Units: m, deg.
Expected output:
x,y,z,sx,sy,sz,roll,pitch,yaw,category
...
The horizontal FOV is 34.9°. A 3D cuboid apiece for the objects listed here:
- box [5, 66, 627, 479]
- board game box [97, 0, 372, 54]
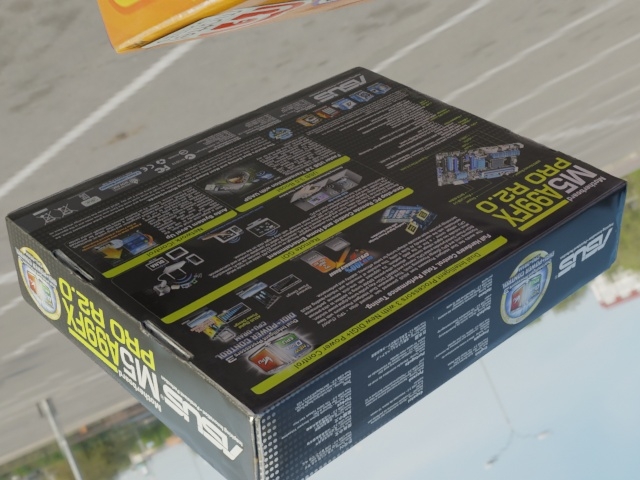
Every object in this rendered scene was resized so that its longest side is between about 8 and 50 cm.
x,y,z,sx,sy,sz,roll,pitch,yaw,category
0.000,0.000,0.564,0.270,0.216,0.060,-29,133,-34,box
0.106,-0.301,0.345,0.356,0.356,0.356,-22,-170,-36,board game box
